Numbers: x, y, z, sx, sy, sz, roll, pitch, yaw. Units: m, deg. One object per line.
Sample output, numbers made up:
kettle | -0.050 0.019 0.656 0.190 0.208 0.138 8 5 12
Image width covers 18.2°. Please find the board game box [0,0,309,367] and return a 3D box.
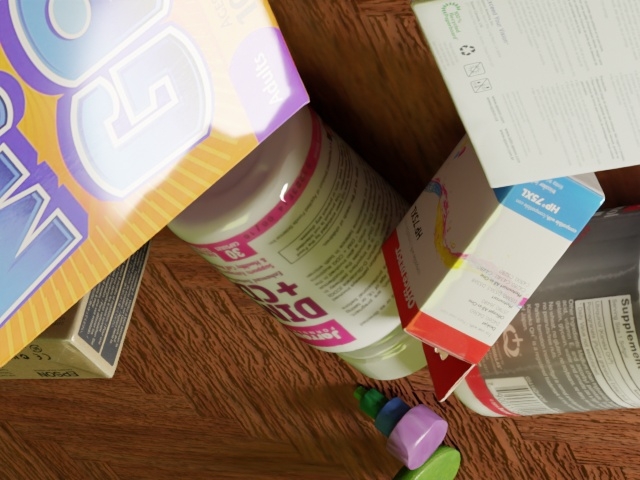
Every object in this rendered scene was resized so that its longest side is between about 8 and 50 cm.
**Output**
board game box | -0.294 -0.165 1.265 0.356 0.356 0.356 30 155 42

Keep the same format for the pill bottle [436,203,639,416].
pill bottle | 0.269 0.057 1.735 0.318 0.176 0.176 -8 143 36

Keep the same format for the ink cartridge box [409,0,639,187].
ink cartridge box | 0.200 -0.132 1.429 0.224 0.045 0.223 -7 143 17

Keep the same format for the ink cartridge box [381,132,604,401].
ink cartridge box | 0.126 0.004 1.653 0.078 0.134 0.231 27 114 -21

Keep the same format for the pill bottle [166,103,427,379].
pill bottle | 0.000 0.000 1.783 0.160 0.160 0.283 -10 142 38

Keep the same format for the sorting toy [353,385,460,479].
sorting toy | 0.077 0.271 2.310 0.126 0.127 0.365 38 156 24

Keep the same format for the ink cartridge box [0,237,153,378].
ink cartridge box | -0.292 0.034 1.951 0.234 0.193 0.088 -2 148 30
